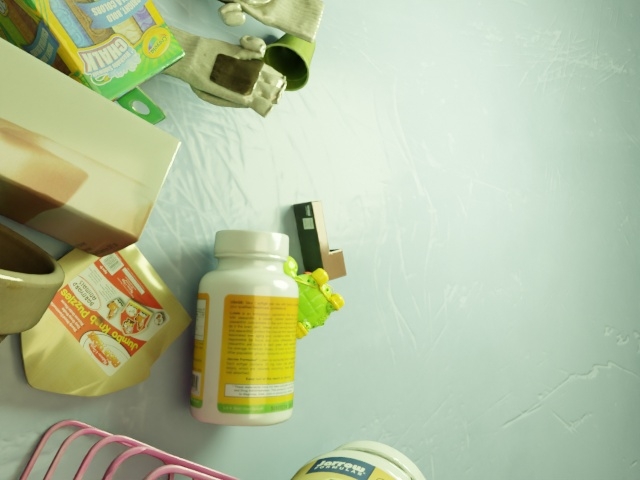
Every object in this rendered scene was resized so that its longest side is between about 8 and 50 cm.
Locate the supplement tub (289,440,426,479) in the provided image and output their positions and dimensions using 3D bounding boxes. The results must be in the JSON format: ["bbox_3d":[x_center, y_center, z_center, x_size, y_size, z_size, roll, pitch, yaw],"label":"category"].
[{"bbox_3d":[0.019,0.417,0.770,0.316,0.228,0.229,-18,99,-66],"label":"supplement tub"}]

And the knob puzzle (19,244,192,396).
[{"bbox_3d":[-0.276,0.101,0.724,0.213,0.030,0.213,3,85,-41],"label":"knob puzzle"}]

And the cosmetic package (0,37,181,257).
[{"bbox_3d":[-0.318,-0.104,0.607,0.296,0.153,0.129,29,67,-27],"label":"cosmetic package"}]

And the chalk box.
[{"bbox_3d":[-0.263,-0.222,0.692,0.132,0.132,0.213,-44,113,-33],"label":"chalk box"}]

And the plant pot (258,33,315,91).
[{"bbox_3d":[-0.044,-0.289,0.924,0.083,0.083,0.079,46,47,-28],"label":"plant pot"}]

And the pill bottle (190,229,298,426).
[{"bbox_3d":[-0.099,0.113,0.803,0.136,0.136,0.246,8,82,-39],"label":"pill bottle"}]

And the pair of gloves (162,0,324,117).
[{"bbox_3d":[-0.115,-0.297,0.827,0.204,0.042,0.240,27,67,-7],"label":"pair of gloves"}]

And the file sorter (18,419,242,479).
[{"bbox_3d":[-0.192,0.311,0.614,0.202,0.290,0.182,36,62,-32],"label":"file sorter"}]

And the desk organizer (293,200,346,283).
[{"bbox_3d":[0.000,0.000,0.953,0.050,0.047,0.130,-14,96,-42],"label":"desk organizer"}]

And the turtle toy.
[{"bbox_3d":[-0.031,0.080,0.907,0.095,0.066,0.130,-36,109,-11],"label":"turtle toy"}]

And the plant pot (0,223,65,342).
[{"bbox_3d":[-0.394,0.075,0.508,0.263,0.263,0.229,29,86,-35],"label":"plant pot"}]
